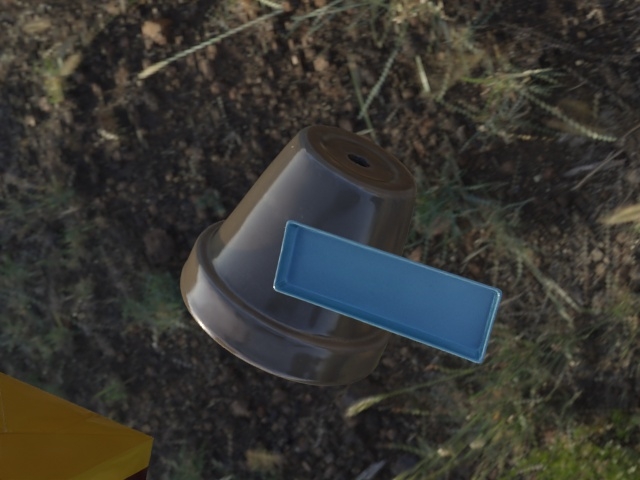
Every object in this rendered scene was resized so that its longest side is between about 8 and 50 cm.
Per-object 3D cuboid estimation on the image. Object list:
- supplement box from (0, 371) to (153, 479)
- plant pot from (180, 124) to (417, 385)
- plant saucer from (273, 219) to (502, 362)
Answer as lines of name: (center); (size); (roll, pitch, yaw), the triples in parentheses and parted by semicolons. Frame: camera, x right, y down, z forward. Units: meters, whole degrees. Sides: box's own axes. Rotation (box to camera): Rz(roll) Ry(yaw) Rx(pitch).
supplement box: (-0.216, 0.206, 0.617); (0.129, 0.191, 0.194); (18, 104, 22)
plant pot: (0.000, 0.000, 1.230); (0.263, 0.263, 0.229); (37, 116, 18)
plant saucer: (0.054, 0.040, 0.892); (0.192, 0.018, 0.067); (18, 109, 16)
